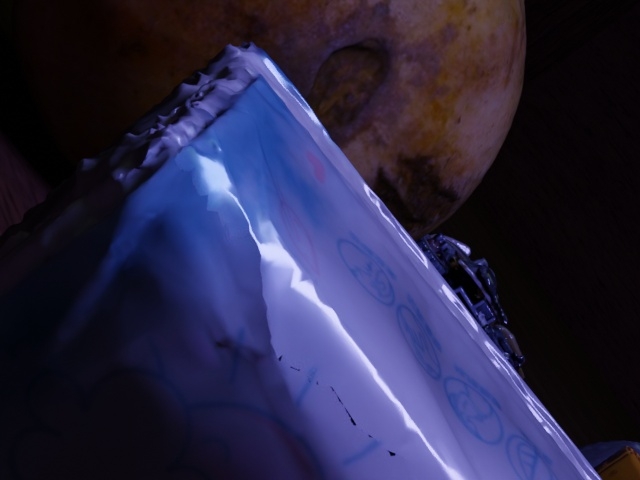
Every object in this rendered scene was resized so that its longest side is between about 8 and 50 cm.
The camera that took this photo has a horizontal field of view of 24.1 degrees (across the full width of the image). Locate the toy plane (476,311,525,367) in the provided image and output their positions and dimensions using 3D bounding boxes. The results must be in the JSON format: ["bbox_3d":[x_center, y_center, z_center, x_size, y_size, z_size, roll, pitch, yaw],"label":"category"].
[{"bbox_3d":[0.173,0.159,1.469,0.234,0.082,0.160,46,38,-28],"label":"toy plane"}]

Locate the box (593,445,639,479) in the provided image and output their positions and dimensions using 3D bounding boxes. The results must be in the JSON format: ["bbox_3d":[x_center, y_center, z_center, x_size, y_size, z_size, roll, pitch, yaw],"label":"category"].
[{"bbox_3d":[0.185,0.250,0.978,0.070,0.152,0.237,49,11,-19],"label":"box"}]

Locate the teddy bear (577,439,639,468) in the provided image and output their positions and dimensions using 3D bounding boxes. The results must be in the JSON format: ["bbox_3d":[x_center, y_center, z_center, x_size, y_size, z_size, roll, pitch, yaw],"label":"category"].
[{"bbox_3d":[0.220,0.269,1.187,0.171,0.144,0.251,18,28,2],"label":"teddy bear"}]

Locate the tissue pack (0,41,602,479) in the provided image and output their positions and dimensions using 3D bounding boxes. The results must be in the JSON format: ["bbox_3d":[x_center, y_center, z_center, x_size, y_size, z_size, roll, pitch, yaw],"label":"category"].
[{"bbox_3d":[-0.015,0.114,0.397,0.271,0.201,0.124,50,22,-9],"label":"tissue pack"}]

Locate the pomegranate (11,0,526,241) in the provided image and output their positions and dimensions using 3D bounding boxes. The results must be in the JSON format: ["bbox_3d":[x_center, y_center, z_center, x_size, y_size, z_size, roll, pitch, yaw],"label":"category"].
[{"bbox_3d":[-0.026,-0.129,0.920,0.322,0.322,0.322,50,10,-12],"label":"pomegranate"}]

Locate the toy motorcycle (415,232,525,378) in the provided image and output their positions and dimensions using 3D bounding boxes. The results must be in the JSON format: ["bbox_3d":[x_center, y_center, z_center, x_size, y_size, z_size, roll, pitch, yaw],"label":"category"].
[{"bbox_3d":[0.170,0.074,1.722,0.229,0.094,0.130,57,8,1],"label":"toy motorcycle"}]
